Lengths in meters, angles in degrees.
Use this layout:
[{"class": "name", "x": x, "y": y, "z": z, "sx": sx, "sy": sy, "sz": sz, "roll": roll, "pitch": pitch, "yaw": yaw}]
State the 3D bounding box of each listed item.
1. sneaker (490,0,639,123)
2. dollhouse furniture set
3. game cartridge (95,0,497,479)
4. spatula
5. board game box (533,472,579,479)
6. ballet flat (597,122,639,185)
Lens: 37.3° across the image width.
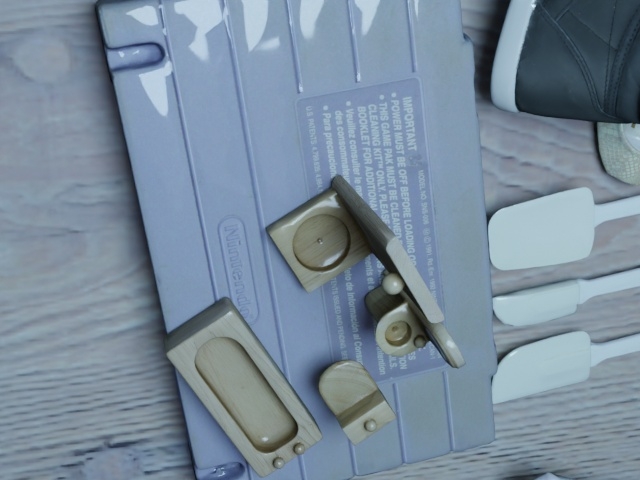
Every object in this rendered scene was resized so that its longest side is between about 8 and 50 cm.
[{"class": "sneaker", "x": 0.211, "y": -0.201, "z": 0.562, "sx": 0.147, "sy": 0.105, "sz": 0.295, "roll": 21, "pitch": 113, "yaw": 23}, {"class": "dollhouse furniture set", "x": -0.002, "y": 0.074, "z": 0.566, "sx": 0.151, "sy": 0.123, "sz": 0.144, "roll": -33, "pitch": 113, "yaw": -1}, {"class": "game cartridge", "x": 0.000, "y": 0.000, "z": 0.639, "sx": 0.230, "sy": 0.068, "sz": 0.354, "roll": -13, "pitch": 111, "yaw": -14}, {"class": "spatula", "x": 0.238, "y": 0.027, "z": 0.720, "sx": 0.242, "sy": 0.019, "sz": 0.168, "roll": -12, "pitch": 112, "yaw": -13}, {"class": "board game box", "x": 0.250, "y": 0.410, "z": 0.822, "sx": 0.390, "sy": 0.050, "sz": 0.389, "roll": 20, "pitch": 103, "yaw": -27}, {"class": "ballet flat", "x": 0.226, "y": -0.112, "z": 0.658, "sx": 0.057, "sy": 0.052, "sz": 0.168, "roll": -10, "pitch": 111, "yaw": -12}]
